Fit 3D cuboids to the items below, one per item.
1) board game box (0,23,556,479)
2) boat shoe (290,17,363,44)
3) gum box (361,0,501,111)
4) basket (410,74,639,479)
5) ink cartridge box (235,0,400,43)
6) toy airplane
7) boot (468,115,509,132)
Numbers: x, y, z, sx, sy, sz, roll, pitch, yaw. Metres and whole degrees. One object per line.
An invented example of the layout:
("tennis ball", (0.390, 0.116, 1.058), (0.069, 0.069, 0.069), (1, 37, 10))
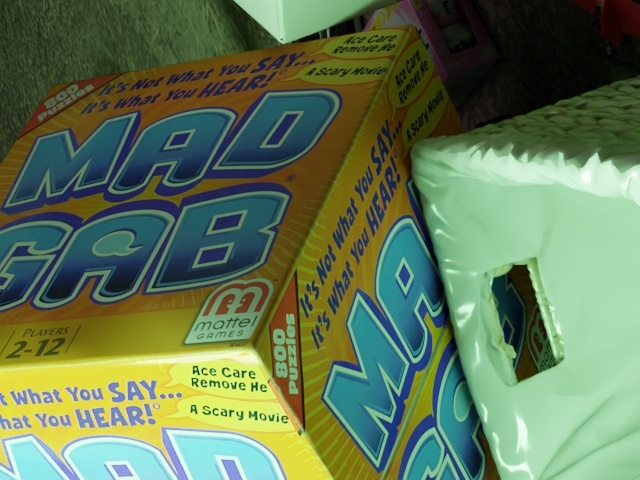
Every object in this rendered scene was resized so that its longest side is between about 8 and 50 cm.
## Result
("board game box", (-0.064, 0.097, 1.540), (0.356, 0.356, 0.356), (-7, 130, 31))
("boat shoe", (-0.009, -0.253, 2.006), (0.084, 0.079, 0.233), (27, 134, 60))
("gum box", (0.096, -0.177, 1.851), (0.107, 0.062, 0.188), (63, 158, 11))
("basket", (0.281, 0.048, 1.371), (0.331, 0.266, 0.328), (12, 122, 65))
("ink cartridge box", (0.033, -0.293, 1.590), (0.207, 0.283, 0.117), (45, 149, 44))
("toy airplane", (0.232, -0.206, 1.559), (0.151, 0.028, 0.151), (47, 150, 38))
("boot", (0.103, 0.019, 1.829), (0.094, 0.207, 0.246), (40, 146, 50))
